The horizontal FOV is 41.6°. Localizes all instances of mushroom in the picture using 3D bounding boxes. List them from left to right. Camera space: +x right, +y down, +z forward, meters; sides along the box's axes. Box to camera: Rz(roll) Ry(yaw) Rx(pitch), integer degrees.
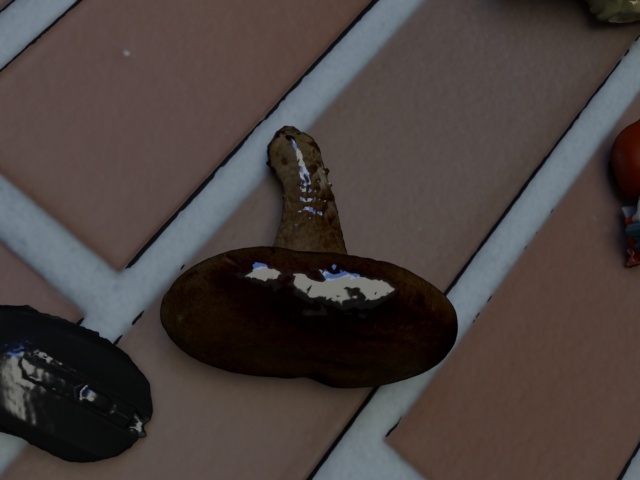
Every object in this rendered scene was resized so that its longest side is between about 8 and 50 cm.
[{"bbox_3d":[0.000,0.000,0.673,0.227,0.148,0.217,14,56,-15],"label":"mushroom"}]

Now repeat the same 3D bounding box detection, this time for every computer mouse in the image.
[{"bbox_3d":[-0.202,0.101,0.618,0.172,0.057,0.099,27,63,-7],"label":"computer mouse"}]

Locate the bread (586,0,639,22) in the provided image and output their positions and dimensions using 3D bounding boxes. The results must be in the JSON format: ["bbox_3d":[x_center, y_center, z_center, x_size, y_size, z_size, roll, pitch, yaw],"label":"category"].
[{"bbox_3d":[0.332,-0.435,0.794,0.361,0.250,0.394,-4,75,-16],"label":"bread"}]

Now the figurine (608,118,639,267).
[{"bbox_3d":[0.305,-0.049,0.776,0.068,0.075,0.140,-4,78,-14],"label":"figurine"}]
